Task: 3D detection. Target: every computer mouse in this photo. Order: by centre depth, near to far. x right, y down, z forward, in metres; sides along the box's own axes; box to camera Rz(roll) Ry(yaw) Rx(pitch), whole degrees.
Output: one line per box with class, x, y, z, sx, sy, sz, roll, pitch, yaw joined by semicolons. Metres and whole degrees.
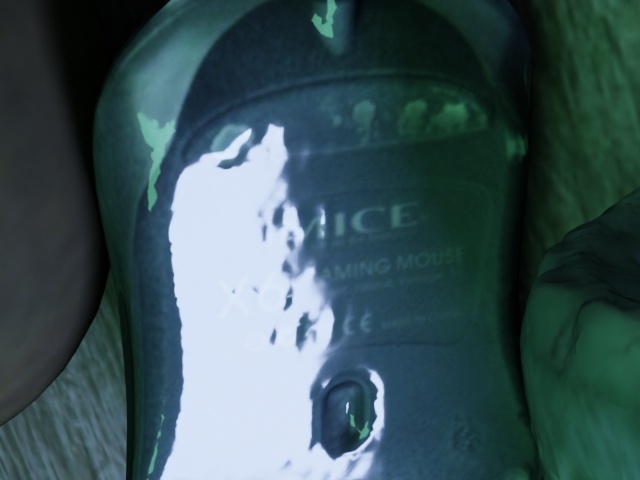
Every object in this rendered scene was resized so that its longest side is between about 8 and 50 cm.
computer mouse;0.000;0.000;0.483;0.090;0.167;0.379;-127;35;-56

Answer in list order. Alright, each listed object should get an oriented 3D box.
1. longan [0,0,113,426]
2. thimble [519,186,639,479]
longan;-0.229;-0.065;0.492;0.350;0.288;0.288;38;126;-1
thimble;0.163;0.054;0.364;0.205;0.250;0.172;-18;105;-12
